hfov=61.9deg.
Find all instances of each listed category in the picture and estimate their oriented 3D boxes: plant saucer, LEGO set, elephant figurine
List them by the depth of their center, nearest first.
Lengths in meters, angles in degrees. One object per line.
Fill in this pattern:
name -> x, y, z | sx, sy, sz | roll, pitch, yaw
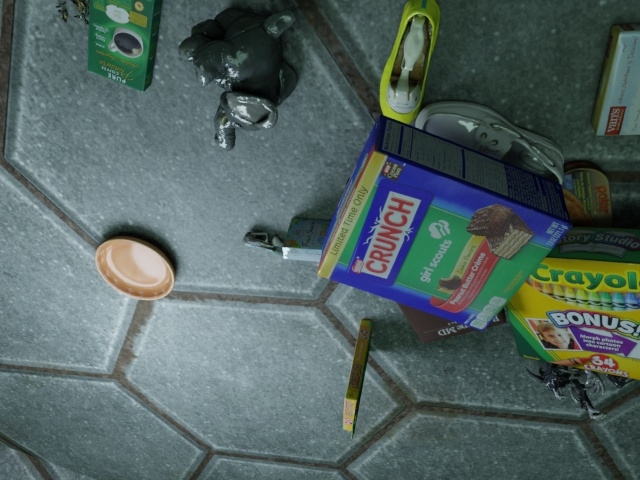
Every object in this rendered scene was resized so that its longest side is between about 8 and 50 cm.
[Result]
elephant figurine -> -0.119, -0.261, 0.921 | 0.169, 0.186, 0.239 | -38, 136, -13
LEGO set -> -0.423, -0.408, 0.931 | 0.083, 0.023, 0.054 | 12, 129, 19
plant saucer -> -0.448, 0.064, 1.306 | 0.200, 0.037, 0.200 | 6, 130, 7

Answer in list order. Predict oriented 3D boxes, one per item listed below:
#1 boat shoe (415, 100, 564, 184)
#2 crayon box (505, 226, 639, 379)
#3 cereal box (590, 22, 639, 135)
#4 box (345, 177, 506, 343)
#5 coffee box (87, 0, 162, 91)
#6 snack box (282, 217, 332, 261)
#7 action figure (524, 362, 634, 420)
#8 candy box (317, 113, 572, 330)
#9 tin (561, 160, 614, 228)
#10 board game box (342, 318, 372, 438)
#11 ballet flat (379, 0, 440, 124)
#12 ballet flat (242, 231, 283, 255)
boat shoe -> 0.299, -0.161, 0.929 | 0.277, 0.096, 0.098 | 17, 130, -2
crayon box -> 0.545, 0.123, 1.021 | 0.363, 0.106, 0.313 | 4, 134, 39
cereal box -> 0.569, -0.252, 0.832 | 0.240, 0.047, 0.173 | 2, 129, 11
box -> 0.214, 0.022, 1.072 | 0.191, 0.143, 0.381 | -21, 124, 25
coffee box -> -0.344, -0.365, 0.933 | 0.113, 0.040, 0.184 | 19, 129, -4
snack box -> 0.000, 0.000, 1.120 | 0.141, 0.100, 0.037 | 5, 129, 8
action figure -> 0.624, 0.320, 1.229 | 0.275, 0.141, 0.164 | -17, 135, 22
candy box -> 0.187, -0.017, 0.878 | 0.317, 0.122, 0.268 | 20, 130, -4
tin -> 0.490, -0.065, 1.008 | 0.106, 0.040, 0.190 | -9, 127, 23
board game box -> 0.088, 0.322, 1.259 | 0.039, 0.259, 0.124 | 6, 130, 7
ballet flat -> 0.143, -0.279, 0.878 | 0.077, 0.077, 0.231 | 11, 130, 2
ballet flat -> -0.116, 0.005, 1.191 | 0.114, 0.041, 0.041 | 16, 130, -3
